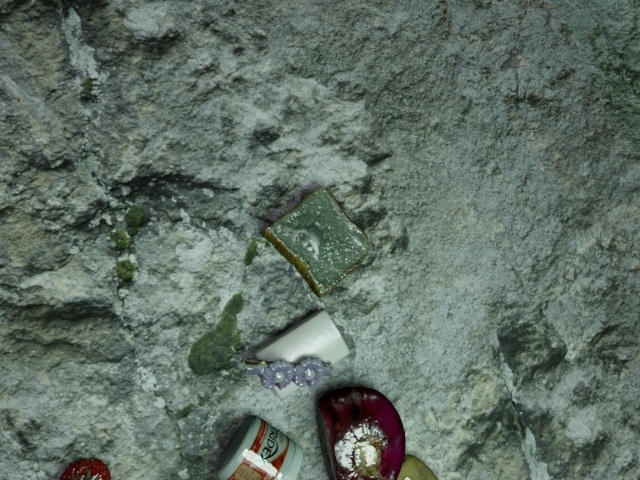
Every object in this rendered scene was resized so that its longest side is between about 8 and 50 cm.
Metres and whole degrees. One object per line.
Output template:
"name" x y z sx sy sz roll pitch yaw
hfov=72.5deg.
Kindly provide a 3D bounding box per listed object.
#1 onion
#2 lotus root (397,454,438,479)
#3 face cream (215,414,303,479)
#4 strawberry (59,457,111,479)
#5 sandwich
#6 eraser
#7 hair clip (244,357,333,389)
"onion" 0.131 0.616 1.334 0.260 0.282 0.337 -9 72 -15
"lotus root" 0.334 0.852 1.403 0.169 0.151 0.343 -36 89 -13
"face cream" -0.181 0.653 1.293 0.187 0.201 0.201 37 78 -5
"strawberry" -0.676 0.698 1.246 0.145 0.086 0.145 1 86 -13
"sandwich" 0.000 0.000 1.454 0.271 0.099 0.301 -42 92 -13
"eraser" -0.059 0.361 1.405 0.270 0.095 0.174 -31 95 -12
"hair clip" -0.092 0.395 1.317 0.292 0.084 0.106 8 108 -21
